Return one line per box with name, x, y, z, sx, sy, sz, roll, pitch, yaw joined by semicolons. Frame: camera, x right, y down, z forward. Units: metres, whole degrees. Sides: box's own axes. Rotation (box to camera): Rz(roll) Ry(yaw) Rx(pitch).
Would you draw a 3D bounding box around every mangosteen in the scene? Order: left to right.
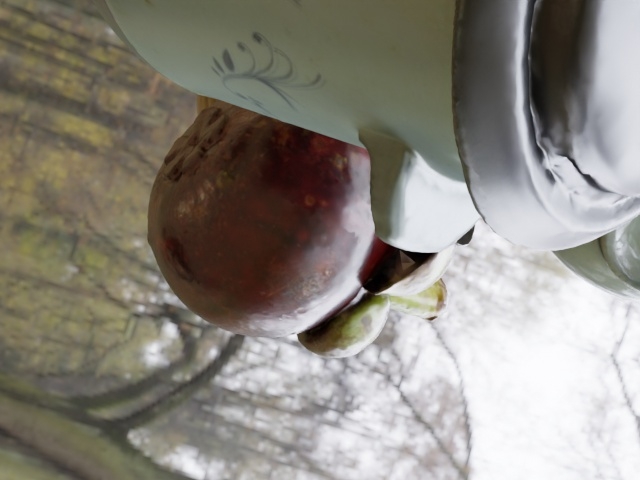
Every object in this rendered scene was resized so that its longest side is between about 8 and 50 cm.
mangosteen;-0.010;0.003;0.725;0.146;0.181;0.156;-37;-156;-19

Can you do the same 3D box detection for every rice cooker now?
rice cooker;0.065;-0.147;0.503;0.317;0.264;0.316;-5;-99;31

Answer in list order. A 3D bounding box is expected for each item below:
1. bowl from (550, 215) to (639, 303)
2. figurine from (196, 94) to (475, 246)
bowl;0.295;-0.043;1.080;0.289;0.289;0.146;-55;-164;38
figurine;0.022;-0.095;1.068;0.192;0.257;0.167;-40;-143;38
